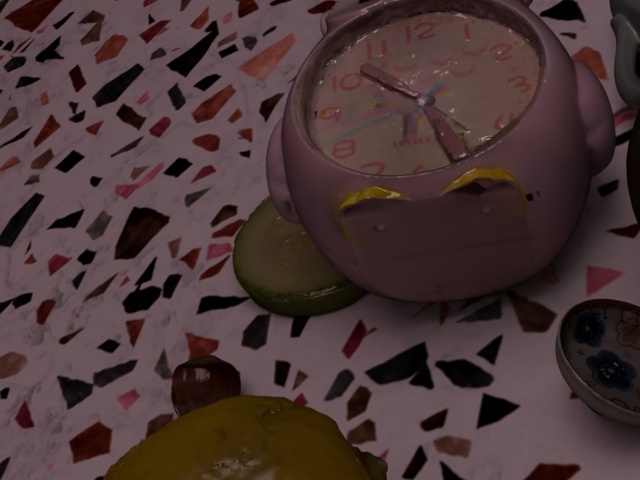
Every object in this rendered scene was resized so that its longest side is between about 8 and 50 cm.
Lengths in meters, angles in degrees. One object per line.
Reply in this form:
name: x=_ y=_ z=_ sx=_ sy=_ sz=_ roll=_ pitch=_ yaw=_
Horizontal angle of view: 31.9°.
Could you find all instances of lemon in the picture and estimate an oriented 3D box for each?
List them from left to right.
lemon: x=-0.079 y=0.271 z=0.991 sx=0.284 sy=0.260 sz=0.260 roll=-12 pitch=45 yaw=21

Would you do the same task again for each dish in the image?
dish: x=0.274 y=0.130 z=1.042 sx=0.141 sy=0.078 sz=0.141 roll=10 pitch=42 yaw=-9

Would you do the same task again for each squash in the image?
squash: x=-0.002 y=-0.003 z=1.362 sx=0.219 sy=0.041 sz=0.219 roll=-17 pitch=44 yaw=17

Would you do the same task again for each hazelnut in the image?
hazelnut: x=-0.130 y=0.169 z=1.256 sx=0.086 sy=0.086 sz=0.086 roll=-18 pitch=43 yaw=17

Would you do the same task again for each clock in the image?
clock: x=0.127 y=-0.124 z=1.225 sx=0.368 sy=0.250 sz=0.376 roll=-9 pitch=51 yaw=13

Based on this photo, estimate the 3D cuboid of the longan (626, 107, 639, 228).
longan: x=0.408 y=-0.059 z=0.972 sx=0.297 sy=0.297 sz=0.297 roll=-18 pitch=43 yaw=17

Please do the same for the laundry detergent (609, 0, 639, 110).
laundry detergent: x=0.434 y=-0.220 z=1.249 sx=0.215 sy=0.105 sz=0.280 roll=-14 pitch=46 yaw=20
